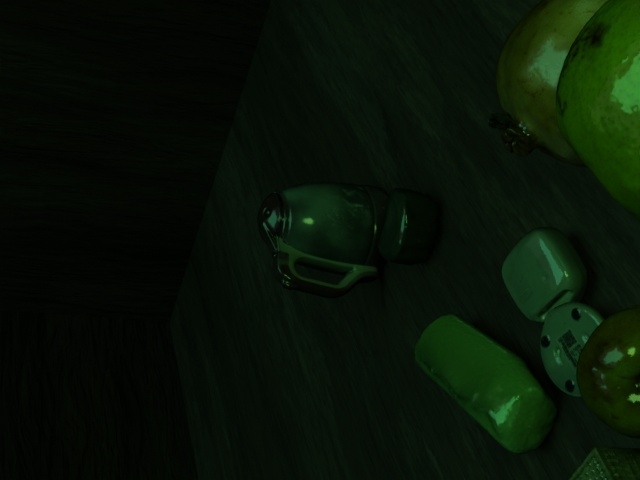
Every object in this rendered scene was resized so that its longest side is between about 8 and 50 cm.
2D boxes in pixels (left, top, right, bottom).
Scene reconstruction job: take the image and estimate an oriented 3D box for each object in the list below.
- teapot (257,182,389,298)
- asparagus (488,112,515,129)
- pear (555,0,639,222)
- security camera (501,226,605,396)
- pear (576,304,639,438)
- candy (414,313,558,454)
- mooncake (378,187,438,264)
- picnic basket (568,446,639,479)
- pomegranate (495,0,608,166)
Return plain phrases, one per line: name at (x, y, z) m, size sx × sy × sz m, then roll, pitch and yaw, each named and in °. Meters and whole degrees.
teapot at (0.000, 0.000, 2.231) m, size 0.233 × 0.312 × 0.315 m, roll 124°, pitch 145°, yaw -51°
asparagus at (0.378, -0.223, 1.768) m, size 0.036 × 0.030 × 0.165 m, roll -68°, pitch 26°, yaw 11°
pear at (0.498, -0.180, 1.090) m, size 0.391 × 0.391 × 0.391 m, roll -173°, pitch 90°, yaw -67°
security camera at (0.416, 0.121, 1.538) m, size 0.157 × 0.080 × 0.301 m, roll -56°, pitch 45°, yaw 43°
pear at (0.458, 0.186, 1.281) m, size 0.200 × 0.200 × 0.200 m, roll -173°, pitch 90°, yaw -67°
candy at (0.305, 0.260, 1.703) m, size 0.142 × 0.132 × 0.343 m, roll -39°, pitch 30°, yaw -5°
mooncake at (0.195, -0.031, 2.051) m, size 0.175 × 0.104 × 0.168 m, roll 121°, pitch 143°, yaw -48°
picnic basket at (0.439, 0.423, 1.324) m, size 0.154 × 0.134 × 0.196 m, roll -105°, pitch 32°, yaw -47°
pomegranate at (0.415, -0.265, 1.407) m, size 0.307 × 0.307 × 0.307 m, roll -173°, pitch 90°, yaw -67°
